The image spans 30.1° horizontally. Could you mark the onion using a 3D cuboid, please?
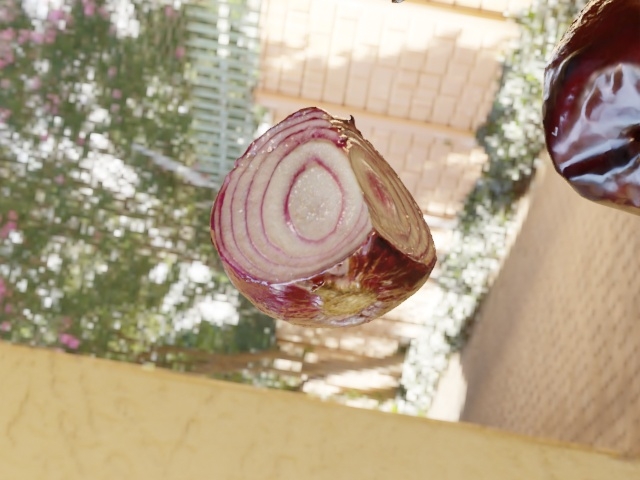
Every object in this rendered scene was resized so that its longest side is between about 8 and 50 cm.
[{"bbox_3d":[0.002,0.003,1.313,0.207,0.206,0.216,38,-151,-47],"label":"onion"}]

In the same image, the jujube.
[{"bbox_3d":[0.380,-0.172,1.147,0.377,0.258,0.258,-39,-18,-23],"label":"jujube"}]

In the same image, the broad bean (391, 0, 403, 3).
[{"bbox_3d":[0.195,-0.185,0.757,0.075,0.325,0.067,-17,-70,-71],"label":"broad bean"}]
